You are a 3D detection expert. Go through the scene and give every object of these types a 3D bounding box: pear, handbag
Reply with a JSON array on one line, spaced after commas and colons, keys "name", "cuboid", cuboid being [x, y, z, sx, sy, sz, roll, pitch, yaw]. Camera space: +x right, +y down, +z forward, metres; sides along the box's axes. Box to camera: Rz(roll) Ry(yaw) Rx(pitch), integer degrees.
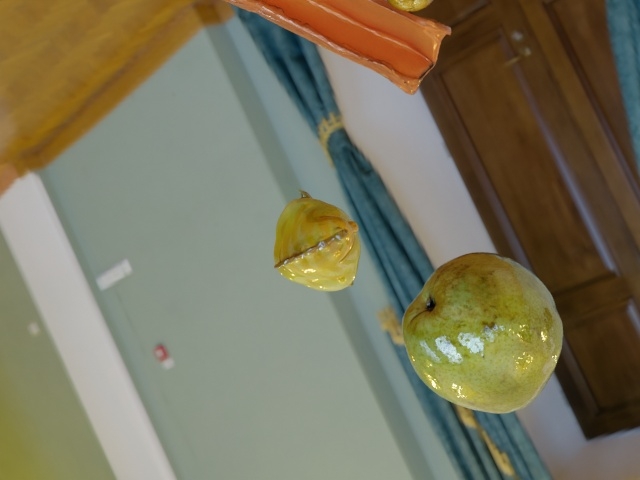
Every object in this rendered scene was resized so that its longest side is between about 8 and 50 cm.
[{"name": "pear", "cuboid": [0.299, 0.175, 1.808, 0.303, 0.304, 0.304, -25, 177, -1]}, {"name": "handbag", "cuboid": [-0.009, -0.376, 1.493, 0.116, 0.410, 0.303, -63, -173, 15]}]

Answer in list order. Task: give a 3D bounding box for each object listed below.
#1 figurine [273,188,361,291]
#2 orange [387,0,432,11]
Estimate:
[{"name": "figurine", "cuboid": [0.000, 0.000, 1.376, 0.131, 0.156, 0.246, -30, 179, 11]}, {"name": "orange", "cuboid": [0.123, -0.357, 1.317, 0.083, 0.070, 0.083, 1, 157, 1]}]
